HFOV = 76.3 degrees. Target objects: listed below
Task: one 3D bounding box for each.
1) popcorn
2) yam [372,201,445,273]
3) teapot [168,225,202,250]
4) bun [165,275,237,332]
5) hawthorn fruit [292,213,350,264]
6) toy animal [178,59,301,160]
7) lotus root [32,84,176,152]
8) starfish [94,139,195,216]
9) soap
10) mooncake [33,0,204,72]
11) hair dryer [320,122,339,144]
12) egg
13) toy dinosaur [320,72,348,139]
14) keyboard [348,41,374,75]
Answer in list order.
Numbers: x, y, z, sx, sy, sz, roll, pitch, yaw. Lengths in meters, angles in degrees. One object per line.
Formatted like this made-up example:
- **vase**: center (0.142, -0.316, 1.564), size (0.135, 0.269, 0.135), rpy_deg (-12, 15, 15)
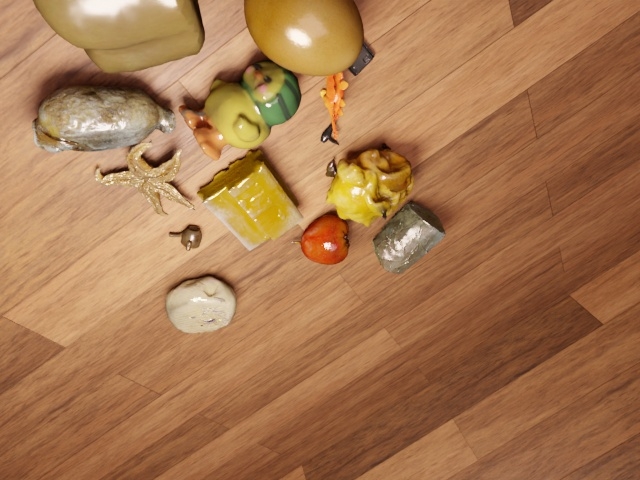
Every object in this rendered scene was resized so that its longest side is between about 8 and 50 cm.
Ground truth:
- **popcorn**: center (0.176, -0.185, 1.424), size (0.316, 0.281, 0.297), rpy_deg (-33, 148, 19)
- **yam**: center (0.341, -0.010, 1.661), size (0.201, 0.202, 0.271), rpy_deg (32, 111, -13)
- **teapot**: center (-0.469, -0.011, 1.409), size (0.110, 0.085, 0.080), rpy_deg (19, 115, -9)
- **bun**: center (-0.447, 0.241, 1.546), size (0.273, 0.168, 0.273), rpy_deg (-8, 138, -8)
- **hawthorn fruit**: center (0.000, 0.000, 1.544), size (0.226, 0.196, 0.196), rpy_deg (-7, 130, 14)
- **toy animal**: center (-0.211, -0.373, 1.178), size (0.338, 0.216, 0.191), rpy_deg (-34, 156, 0)
- **lotus root**: center (-0.568, -0.329, 1.081), size (0.350, 0.175, 0.175), rpy_deg (-14, 128, -21)
- **starfish**: center (-0.508, -0.182, 1.254), size (0.299, 0.060, 0.302), rpy_deg (-12, 144, 10)
- **soap**: center (-0.231, -0.126, 1.385), size (0.259, 0.143, 0.281), rpy_deg (-33, 135, 7)
- **mooncake**: center (-0.403, -0.580, 0.792), size (0.262, 0.467, 0.467), rpy_deg (-13, 128, -4)
- **hair dryer**: center (0.043, -0.358, 1.395), size (0.083, 0.031, 0.079), rpy_deg (24, 105, -48)
- **egg**: center (-0.038, -0.563, 1.050), size (0.322, 0.250, 0.250), rpy_deg (27, 113, -10)
- **toy dinosaur**: center (0.045, -0.441, 1.264), size (0.070, 0.117, 0.288), rpy_deg (-13, 122, -14)
- **keyboard**: center (0.068, -0.604, 1.220), size (0.094, 0.025, 0.230), rpy_deg (-43, 128, 14)
